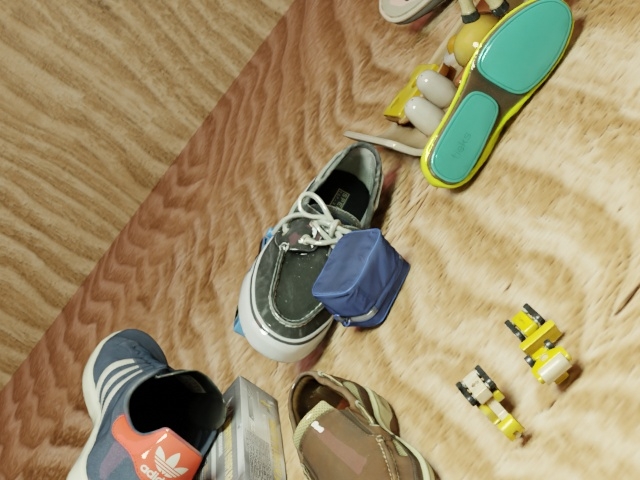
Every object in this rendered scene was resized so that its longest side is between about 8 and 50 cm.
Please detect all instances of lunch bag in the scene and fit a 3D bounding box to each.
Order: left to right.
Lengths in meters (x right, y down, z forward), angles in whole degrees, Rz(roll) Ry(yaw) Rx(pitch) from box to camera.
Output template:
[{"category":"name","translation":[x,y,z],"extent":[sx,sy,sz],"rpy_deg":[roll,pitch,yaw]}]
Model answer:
[{"category":"lunch bag","translation":[0.043,0.045,1.174],"extent":[0.067,0.065,0.098],"rpy_deg":[-4,49,49]}]

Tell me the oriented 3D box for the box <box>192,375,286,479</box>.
[{"category":"box","translation":[-0.114,0.265,1.178],"extent":[0.183,0.056,0.231],"rpy_deg":[-50,16,11]}]

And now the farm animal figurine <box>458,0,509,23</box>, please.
[{"category":"farm animal figurine","translation":[0.230,-0.409,1.225],"extent":[0.327,0.172,0.330],"rpy_deg":[-21,32,21]}]

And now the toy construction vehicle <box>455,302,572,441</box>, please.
[{"category":"toy construction vehicle","translation":[0.147,0.098,0.838],"extent":[0.086,0.035,0.098],"rpy_deg":[-42,19,1]}]

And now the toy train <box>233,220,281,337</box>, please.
[{"category":"toy train","translation":[-0.053,0.051,1.412],"extent":[0.105,0.080,0.184],"rpy_deg":[-54,15,23]}]

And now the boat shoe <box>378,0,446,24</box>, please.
[{"category":"boat shoe","translation":[0.218,-0.445,1.676],"extent":[0.335,0.095,0.112],"rpy_deg":[-54,51,13]}]

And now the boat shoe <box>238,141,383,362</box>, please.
[{"category":"boat shoe","translation":[0.004,0.002,1.287],"extent":[0.306,0.113,0.105],"rpy_deg":[-57,-1,-45]}]

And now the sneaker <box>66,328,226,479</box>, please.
[{"category":"sneaker","translation":[-0.170,0.173,1.228],"extent":[0.148,0.131,0.350],"rpy_deg":[-43,23,12]}]

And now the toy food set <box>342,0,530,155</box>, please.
[{"category":"toy food set","translation":[0.149,-0.239,1.405],"extent":[0.306,0.092,0.220],"rpy_deg":[-54,16,-2]}]

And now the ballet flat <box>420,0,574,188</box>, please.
[{"category":"ballet flat","translation":[0.177,-0.154,1.199],"extent":[0.231,0.077,0.077],"rpy_deg":[-56,2,0]}]

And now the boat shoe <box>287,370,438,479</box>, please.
[{"category":"boat shoe","translation":[0.018,0.176,0.917],"extent":[0.095,0.095,0.257],"rpy_deg":[-53,16,3]}]
